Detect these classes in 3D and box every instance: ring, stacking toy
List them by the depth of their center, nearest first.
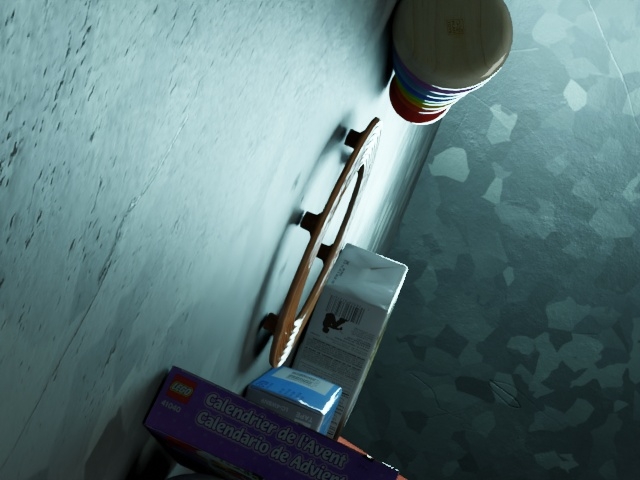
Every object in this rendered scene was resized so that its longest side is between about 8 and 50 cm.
[{"bbox_3d":[0.000,0.000,1.511,0.336,0.032,0.336,24,90,-84],"label":"ring"},{"bbox_3d":[0.146,-0.217,1.553,0.330,0.141,0.141,106,8,-80],"label":"stacking toy"}]

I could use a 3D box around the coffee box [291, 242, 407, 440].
[{"bbox_3d":[0.032,0.179,2.039,0.168,0.119,0.297,-58,169,-60],"label":"coffee box"}]

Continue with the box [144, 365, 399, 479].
[{"bbox_3d":[-0.040,0.202,1.085,0.293,0.201,0.057,94,20,-74],"label":"box"}]

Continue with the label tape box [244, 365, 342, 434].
[{"bbox_3d":[-0.087,0.356,1.640,0.249,0.115,0.347,-5,117,-84],"label":"label tape box"}]

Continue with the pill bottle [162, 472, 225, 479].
[{"bbox_3d":[-0.110,0.274,1.072,0.229,0.131,0.131,93,21,-73],"label":"pill bottle"}]

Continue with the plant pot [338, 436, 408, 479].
[{"bbox_3d":[-0.014,0.472,2.077,0.267,0.267,0.236,-59,155,-4],"label":"plant pot"}]
